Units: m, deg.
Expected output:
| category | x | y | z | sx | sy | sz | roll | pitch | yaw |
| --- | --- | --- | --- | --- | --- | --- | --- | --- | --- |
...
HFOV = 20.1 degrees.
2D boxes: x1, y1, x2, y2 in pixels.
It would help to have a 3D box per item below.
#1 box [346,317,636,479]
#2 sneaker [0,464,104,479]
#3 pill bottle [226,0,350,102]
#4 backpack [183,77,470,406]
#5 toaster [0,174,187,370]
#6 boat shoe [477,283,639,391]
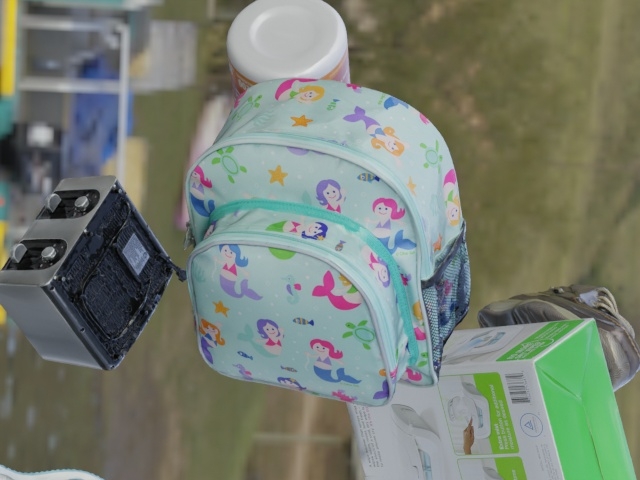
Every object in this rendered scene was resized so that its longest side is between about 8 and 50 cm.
| category | x | y | z | sx | sy | sz | roll | pitch | yaw |
| --- | --- | --- | --- | --- | --- | --- | --- | --- | --- |
| box | 0.168 | 0.223 | 1.733 | 0.127 | 0.231 | 0.262 | -28 | 104 | -48 |
| sneaker | -0.251 | 0.254 | 1.598 | 0.087 | 0.229 | 0.092 | -50 | -126 | 17 |
| pill bottle | -0.028 | -0.140 | 1.866 | 0.216 | 0.121 | 0.121 | 84 | 6 | -53 |
| backpack | 0.000 | 0.000 | 1.476 | 0.191 | 0.225 | 0.253 | -55 | 149 | -48 |
| toaster | -0.259 | 0.040 | 2.027 | 0.168 | 0.110 | 0.185 | -61 | 138 | -31 |
| boat shoe | 0.308 | 0.104 | 2.206 | 0.132 | 0.130 | 0.355 | 65 | -14 | -11 |
